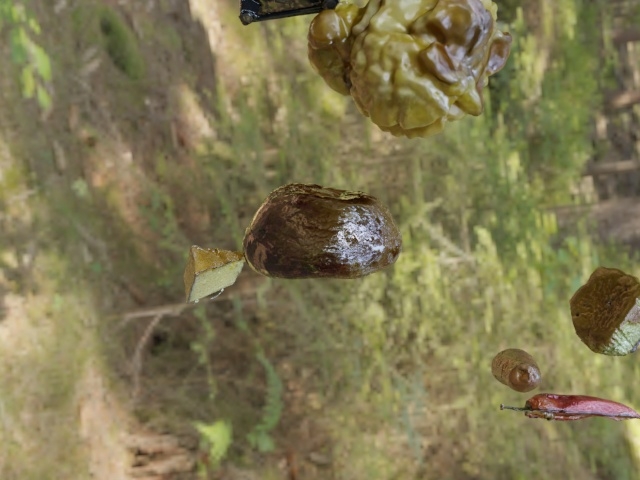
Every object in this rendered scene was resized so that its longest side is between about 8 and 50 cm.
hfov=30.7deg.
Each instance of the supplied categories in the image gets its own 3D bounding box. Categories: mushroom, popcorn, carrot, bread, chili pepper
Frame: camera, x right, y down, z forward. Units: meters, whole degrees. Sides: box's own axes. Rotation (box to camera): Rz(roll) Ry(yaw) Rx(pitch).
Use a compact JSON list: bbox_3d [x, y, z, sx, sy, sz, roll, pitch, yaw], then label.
[{"bbox_3d":[0.000,-0.015,1.654,0.194,0.231,0.138,0,90,-78],"label":"mushroom"},{"bbox_3d":[0.141,-0.291,1.880,0.225,0.332,0.265,69,24,-68],"label":"popcorn"},{"bbox_3d":[0.282,0.185,1.663,0.186,0.060,0.060,109,-26,-88],"label":"carrot"},{"bbox_3d":[-0.177,0.065,1.989,0.080,0.109,0.084,-108,-147,-47],"label":"bread"},{"bbox_3d":[0.470,0.115,1.895,0.069,0.140,0.128,42,-12,-36],"label":"bread"},{"bbox_3d":[0.423,0.283,1.978,0.059,0.268,0.050,116,-27,-58],"label":"chili pepper"}]

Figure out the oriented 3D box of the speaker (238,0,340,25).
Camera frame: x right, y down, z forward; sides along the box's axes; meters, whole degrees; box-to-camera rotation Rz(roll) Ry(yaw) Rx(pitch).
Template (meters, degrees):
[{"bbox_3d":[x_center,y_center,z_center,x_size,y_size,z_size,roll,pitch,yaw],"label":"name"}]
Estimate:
[{"bbox_3d":[-0.065,-0.528,1.982,0.254,0.184,0.232,-91,170,-48],"label":"speaker"}]
